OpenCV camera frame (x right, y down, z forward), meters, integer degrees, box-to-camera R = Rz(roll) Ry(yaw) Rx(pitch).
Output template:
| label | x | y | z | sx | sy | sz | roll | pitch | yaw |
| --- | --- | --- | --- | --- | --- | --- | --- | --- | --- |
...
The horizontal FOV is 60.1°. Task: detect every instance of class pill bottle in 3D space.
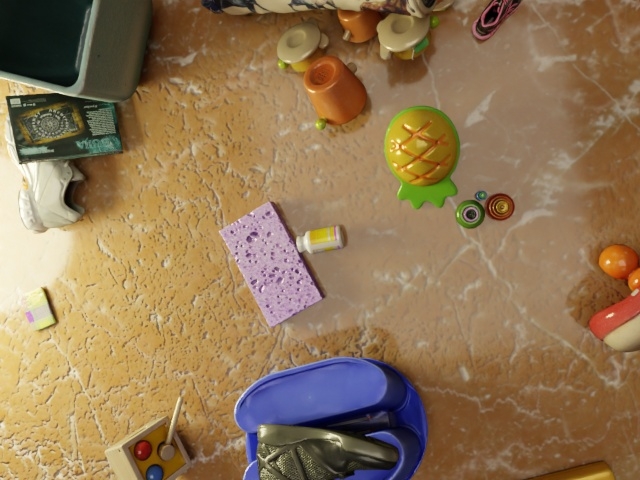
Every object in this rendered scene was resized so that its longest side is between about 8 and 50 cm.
| label | x | y | z | sx | sy | sz | roll | pitch | yaw |
| --- | --- | --- | --- | --- | --- | --- | --- | --- | --- |
| pill bottle | 0.000 | 0.000 | 1.014 | 0.083 | 0.043 | 0.044 | -10 | 91 | 10 |

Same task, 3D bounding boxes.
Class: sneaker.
| label | x | y | z | sx | sy | sz | roll | pitch | yaw |
| --- | --- | --- | --- | --- | --- | --- | --- | --- | --- |
| sneaker | -0.527 | -0.150 | 1.085 | 0.120 | 0.099 | 0.263 | -8 | 97 | 0 |
| sneaker | 0.006 | 0.347 | 0.824 | 0.227 | 0.087 | 0.131 | -3 | 72 | 19 |
| sneaker | 0.304 | -0.397 | 0.929 | 0.047 | 0.057 | 0.119 | 37 | 98 | 8 |

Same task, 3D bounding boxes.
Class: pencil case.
| label | x | y | z | sx | sy | sz | roll | pitch | yaw |
| --- | --- | --- | --- | --- | --- | --- | --- | --- | --- |
| pencil case | -0.006 | -0.437 | 0.868 | 0.409 | 0.183 | 0.160 | 12 | 120 | 27 |

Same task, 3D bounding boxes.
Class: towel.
| label | x | y | z | sx | sy | sz | roll | pitch | yaw |
| --- | --- | --- | --- | --- | --- | --- | --- | --- | --- |
| towel | -0.586 | 0.141 | 1.146 | 0.060 | 0.009 | 0.083 | -22 | 90 | 10 |

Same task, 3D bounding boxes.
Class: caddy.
| label | x | y | z | sx | sy | sz | roll | pitch | yaw |
| --- | --- | --- | --- | --- | --- | --- | --- | --- | --- |
| caddy | 0.014 | 0.336 | 0.969 | 0.341 | 0.179 | 0.242 | -16 | 67 | 11 |

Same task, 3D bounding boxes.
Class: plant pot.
| label | x | y | z | sx | sy | sz | roll | pitch | yaw |
| --- | --- | --- | --- | --- | --- | --- | --- | --- | --- |
| plant pot | -0.430 | -0.373 | 0.964 | 0.246 | 0.252 | 0.248 | 15 | 96 | 8 |

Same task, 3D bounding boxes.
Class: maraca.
| label | x | y | z | sx | sy | sz | roll | pitch | yaw |
| --- | --- | --- | --- | --- | --- | --- | --- | --- | --- |
| maraca | 0.176 | -0.139 | 0.950 | 0.127 | 0.099 | 0.186 | -2 | 118 | 20 |

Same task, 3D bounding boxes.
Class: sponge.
| label | x | y | z | sx | sy | sz | roll | pitch | yaw |
| --- | --- | --- | --- | --- | --- | --- | --- | --- | --- |
| sponge | -0.091 | 0.046 | 1.039 | 0.117 | 0.031 | 0.210 | -29 | 88 | 11 |

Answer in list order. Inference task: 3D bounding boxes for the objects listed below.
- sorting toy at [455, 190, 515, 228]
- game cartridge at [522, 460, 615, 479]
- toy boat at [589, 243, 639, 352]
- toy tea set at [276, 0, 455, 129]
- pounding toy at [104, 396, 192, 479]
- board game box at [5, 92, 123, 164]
| label | x | y | z | sx | sy | sz | roll | pitch | yaw |
| --- | --- | --- | --- | --- | --- | --- | --- | --- | --- |
| sorting toy | 0.285 | -0.057 | 0.959 | 0.101 | 0.042 | 0.061 | -16 | 90 | 11 |
| game cartridge | 0.418 | 0.581 | 0.974 | 0.285 | 0.052 | 0.324 | -19 | 88 | 11 |
| toy boat | 0.520 | 0.065 | 0.892 | 0.231 | 0.151 | 0.151 | -50 | 54 | 9 |
| toy tea set | 0.095 | -0.336 | 0.962 | 0.335 | 0.124 | 0.200 | -26 | 59 | 14 |
| pounding toy | -0.313 | 0.398 | 1.058 | 0.100 | 0.141 | 0.130 | -29 | 88 | 39 |
| board game box | -0.482 | -0.217 | 1.048 | 0.186 | 0.026 | 0.126 | -10 | 89 | -21 |
